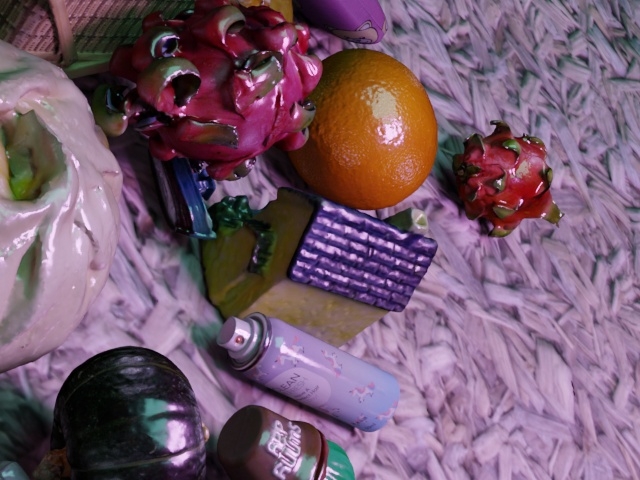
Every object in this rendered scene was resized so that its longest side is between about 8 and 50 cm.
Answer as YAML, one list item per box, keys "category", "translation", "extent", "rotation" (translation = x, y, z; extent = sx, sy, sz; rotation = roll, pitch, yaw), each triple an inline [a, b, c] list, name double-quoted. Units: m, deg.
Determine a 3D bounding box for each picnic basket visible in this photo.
- category: "picnic basket"
  translation: [-0.276, -0.305, 1.801]
  extent: [0.228, 0.175, 0.313]
  rotation: [48, 27, 19]

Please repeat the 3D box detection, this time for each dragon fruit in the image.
- category: "dragon fruit"
  translation: [-0.121, -0.174, 1.778]
  extent: [0.273, 0.218, 0.198]
  rotation: [24, 59, -54]
- category: "dragon fruit"
  translation: [0.270, -0.074, 2.340]
  extent: [0.236, 0.135, 0.137]
  rotation: [39, 28, -51]

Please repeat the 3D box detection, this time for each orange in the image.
- category: "orange"
  translation: [0.051, -0.135, 2.075]
  extent: [0.206, 0.206, 0.206]
  rotation: [30, 42, -31]

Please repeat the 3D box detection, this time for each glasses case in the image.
- category: "glasses case"
  translation: [-0.007, -0.340, 2.169]
  extent: [0.123, 0.076, 0.316]
  rotation: [27, -7, 29]

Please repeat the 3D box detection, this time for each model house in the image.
- category: "model house"
  translation: [0.000, 0.000, 1.883]
  extent: [0.194, 0.211, 0.170]
  rotation: [21, 49, -37]

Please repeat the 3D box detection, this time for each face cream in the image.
- category: "face cream"
  translation: [-0.017, 0.142, 1.862]
  extent: [0.229, 0.075, 0.075]
  rotation: [28, 43, -32]

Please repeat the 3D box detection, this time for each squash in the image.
- category: "squash"
  translation: [-0.177, 0.190, 1.533]
  extent: [0.193, 0.156, 0.193]
  rotation: [-6, 90, -85]

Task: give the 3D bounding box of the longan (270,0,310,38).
- category: "longan"
  translation: [-0.092, -0.278, 2.051]
  extent: [0.176, 0.145, 0.154]
  rotation: [19, 72, -25]

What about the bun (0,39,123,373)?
- category: "bun"
  translation: [-0.322, -0.067, 1.550]
  extent: [0.365, 0.219, 0.365]
  rotation: [35, 38, -33]

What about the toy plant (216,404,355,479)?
- category: "toy plant"
  translation: [-0.026, 0.255, 1.739]
  extent: [0.200, 0.105, 0.143]
  rotation: [46, 42, -33]

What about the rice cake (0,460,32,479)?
- category: "rice cake"
  translation: [-0.222, 0.310, 1.502]
  extent: [0.270, 0.049, 0.055]
  rotation: [56, 35, 1]

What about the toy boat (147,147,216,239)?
- category: "toy boat"
  translation: [-0.149, -0.060, 1.882]
  extent: [0.061, 0.060, 0.137]
  rotation: [-5, 60, -28]

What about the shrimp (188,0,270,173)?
- category: "shrimp"
  translation: [-0.165, -0.219, 1.971]
  extent: [0.051, 0.198, 0.262]
  rotation: [1, 104, -68]
